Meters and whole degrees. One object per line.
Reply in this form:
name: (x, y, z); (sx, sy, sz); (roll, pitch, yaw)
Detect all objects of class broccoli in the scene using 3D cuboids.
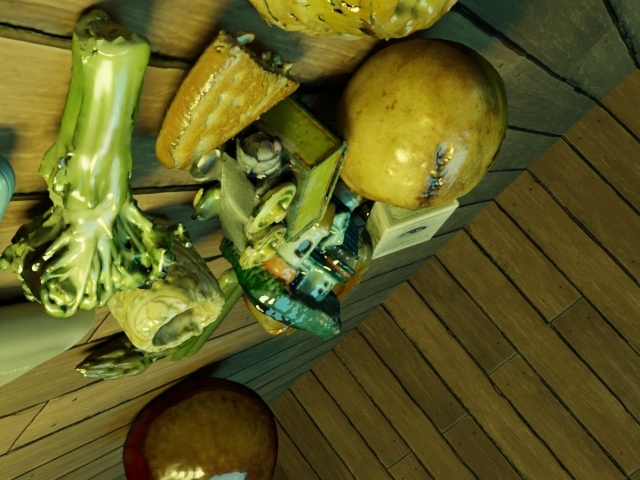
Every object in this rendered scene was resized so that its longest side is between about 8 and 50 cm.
broccoli: (-0.211, -0.066, 0.597); (0.165, 0.145, 0.304); (-14, 142, -37)

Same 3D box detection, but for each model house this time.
model house: (0.000, 0.000, 1.110); (0.291, 0.184, 0.253); (-52, 136, 1)

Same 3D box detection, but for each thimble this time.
thimble: (-0.220, 0.062, 0.871); (0.137, 0.143, 0.190); (-39, 166, -2)

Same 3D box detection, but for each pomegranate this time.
pomegranate: (0.138, -0.164, 0.906); (0.260, 0.260, 0.260); (-36, 165, -11)

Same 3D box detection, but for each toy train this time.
toy train: (-0.074, -0.076, 0.855); (0.177, 0.134, 0.261); (-42, 168, -25)

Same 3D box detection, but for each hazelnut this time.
hazelnut: (-0.323, 0.546, 1.703); (0.420, 0.353, 0.421); (-20, -164, 6)

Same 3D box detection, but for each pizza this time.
pizza: (-0.092, -0.165, 0.686); (0.188, 0.062, 0.199); (-44, 172, 39)

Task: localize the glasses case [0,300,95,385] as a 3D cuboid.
glasses case: (-0.407, 0.133, 0.746); (0.128, 0.083, 0.308); (-45, 164, 19)

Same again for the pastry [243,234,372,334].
pastry: (-0.025, 0.083, 1.410); (0.329, 0.136, 0.330); (-35, 163, -12)

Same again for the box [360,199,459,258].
box: (0.188, -0.042, 1.403); (0.164, 0.069, 0.256); (-19, 166, -9)

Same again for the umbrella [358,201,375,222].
umbrella: (0.229, -0.150, 1.425); (0.349, 0.094, 0.143); (-41, 157, 19)

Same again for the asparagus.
asparagus: (-0.327, 0.202, 1.163); (0.080, 0.080, 0.287); (-47, 163, 27)

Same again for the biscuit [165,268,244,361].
biscuit: (-0.232, 0.159, 1.338); (0.099, 0.038, 0.322); (-16, 153, -50)

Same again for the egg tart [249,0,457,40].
egg tart: (0.087, -0.300, 0.587); (0.341, 0.129, 0.341); (-38, 166, -11)

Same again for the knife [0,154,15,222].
knife: (-0.336, 0.003, 0.606); (0.244, 0.058, 0.032); (-53, -162, 41)
